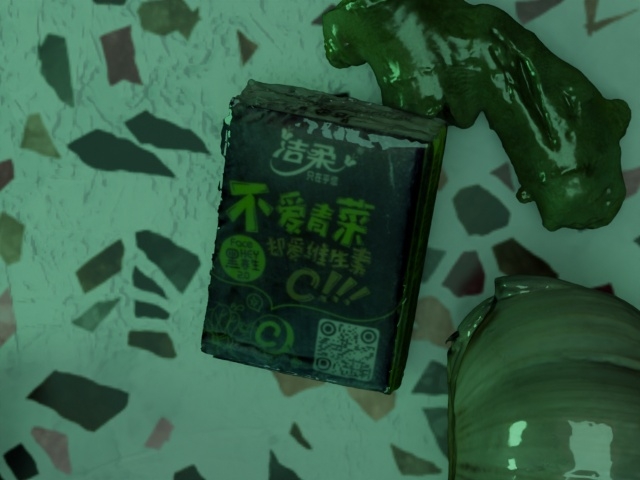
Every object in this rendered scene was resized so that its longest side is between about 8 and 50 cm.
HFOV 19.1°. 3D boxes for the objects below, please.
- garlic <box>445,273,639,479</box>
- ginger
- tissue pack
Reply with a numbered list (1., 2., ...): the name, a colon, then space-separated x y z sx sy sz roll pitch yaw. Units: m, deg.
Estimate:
1. garlic: 0.194 0.186 1.468 0.241 0.322 0.322 -10 95 22
2. ginger: 0.130 -0.118 1.550 0.290 0.089 0.137 29 79 -4
3. tissue pack: 0.000 0.000 1.546 0.173 0.073 0.235 11 114 8
